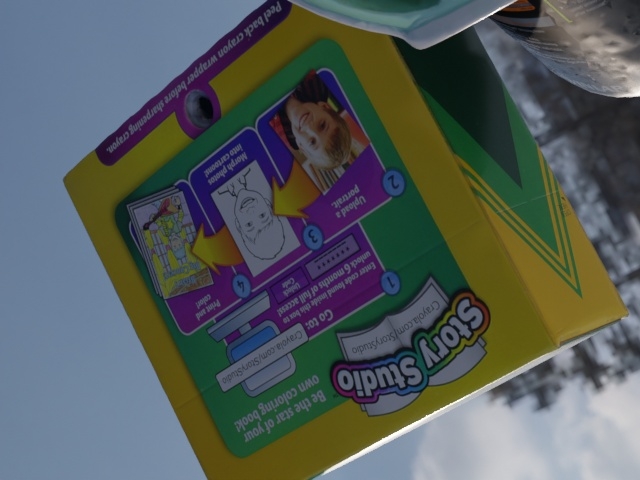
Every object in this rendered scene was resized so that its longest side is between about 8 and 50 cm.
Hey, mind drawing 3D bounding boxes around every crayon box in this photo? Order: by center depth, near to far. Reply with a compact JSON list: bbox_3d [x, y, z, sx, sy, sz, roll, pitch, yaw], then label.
[{"bbox_3d":[0.000,0.000,1.148,0.106,0.363,0.313,-20,-100,-49],"label":"crayon box"}]

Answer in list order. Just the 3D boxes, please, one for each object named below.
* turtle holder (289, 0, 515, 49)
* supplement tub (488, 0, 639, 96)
[{"bbox_3d":[0.058,-0.218,0.601,0.227,0.320,0.243,58,-144,-7],"label":"turtle holder"},{"bbox_3d":[0.137,-0.230,0.924,0.316,0.193,0.193,29,-141,-47],"label":"supplement tub"}]
